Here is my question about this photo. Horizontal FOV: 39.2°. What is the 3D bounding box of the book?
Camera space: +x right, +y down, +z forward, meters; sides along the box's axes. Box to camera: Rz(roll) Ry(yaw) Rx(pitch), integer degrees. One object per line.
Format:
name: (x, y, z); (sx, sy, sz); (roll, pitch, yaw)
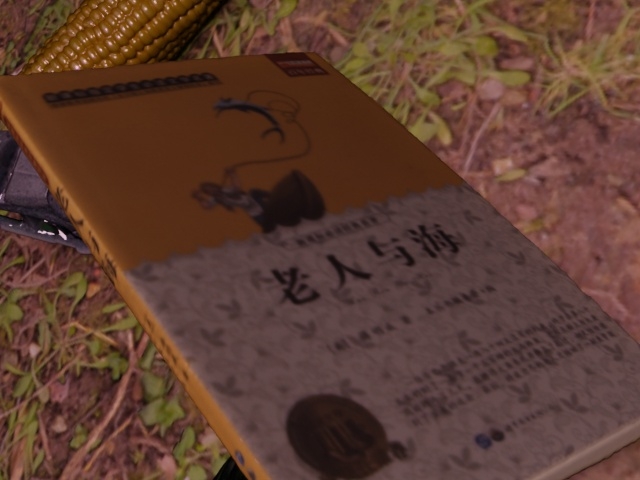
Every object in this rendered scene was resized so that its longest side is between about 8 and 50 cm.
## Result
book: (0.000, 0.000, 0.542); (0.389, 0.269, 0.032); (47, 134, 32)

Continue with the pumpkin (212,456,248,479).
pumpkin: (-0.006, 0.205, 0.486); (0.250, 0.216, 0.250); (-42, 20, 19)

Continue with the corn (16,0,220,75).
corn: (-0.182, -0.191, 0.838); (0.310, 0.101, 0.101); (-43, 53, 10)

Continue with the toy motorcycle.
toy motorcycle: (-0.147, -0.028, 0.699); (0.307, 0.173, 0.108); (9, 77, 34)
